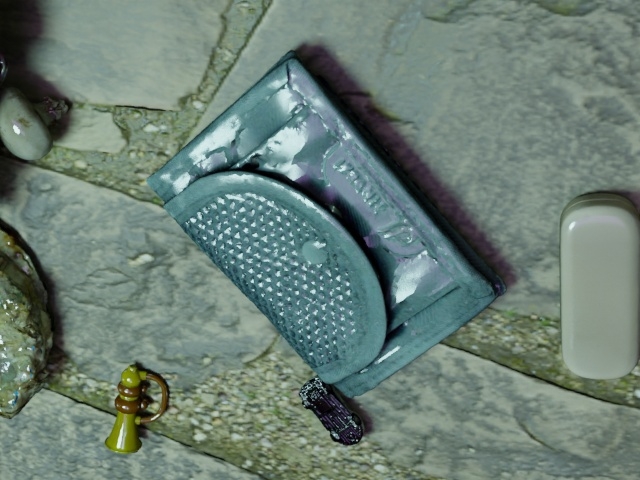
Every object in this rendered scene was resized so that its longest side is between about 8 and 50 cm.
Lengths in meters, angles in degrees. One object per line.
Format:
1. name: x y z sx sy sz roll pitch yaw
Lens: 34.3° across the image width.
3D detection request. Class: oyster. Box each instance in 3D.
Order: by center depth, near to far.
1. oyster: -0.417 0.088 1.223 0.198 0.092 0.259 -21 104 16

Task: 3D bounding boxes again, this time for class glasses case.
1. glasses case: 0.288 0.049 1.070 0.083 0.050 0.196 1 112 14

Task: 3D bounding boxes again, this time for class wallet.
1. wallet: 0.000 0.000 1.103 0.237 0.075 0.342 -37 101 26

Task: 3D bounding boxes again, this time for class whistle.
1. whistle: -0.223 0.204 1.253 0.057 0.046 0.109 23 110 18

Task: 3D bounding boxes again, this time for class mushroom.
1. mushroom: -0.311 -0.132 1.120 0.079 0.085 0.085 -34 105 -14

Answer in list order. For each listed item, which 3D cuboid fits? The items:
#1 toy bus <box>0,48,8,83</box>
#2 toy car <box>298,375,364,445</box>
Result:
1. toy bus: -0.434 -0.145 1.052 0.143 0.179 0.305 37 122 39
2. toy car: 0.015 0.199 1.206 0.041 0.025 0.093 -37 98 25
